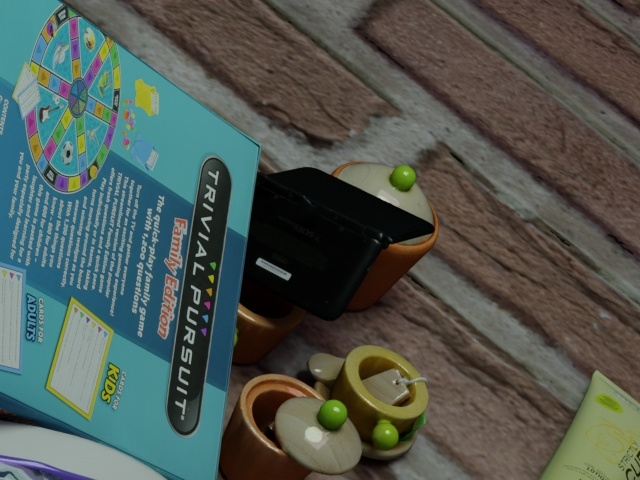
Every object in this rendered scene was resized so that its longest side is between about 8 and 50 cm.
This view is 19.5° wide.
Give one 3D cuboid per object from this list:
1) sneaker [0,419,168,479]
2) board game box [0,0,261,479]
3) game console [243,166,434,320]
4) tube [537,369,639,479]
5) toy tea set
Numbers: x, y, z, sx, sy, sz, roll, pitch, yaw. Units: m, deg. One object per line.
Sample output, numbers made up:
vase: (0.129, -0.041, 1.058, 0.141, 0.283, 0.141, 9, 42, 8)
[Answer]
sneaker: (-0.217, 0.216, 1.008, 0.323, 0.130, 0.236, 24, 52, -30)
board game box: (-0.176, -0.009, 1.114, 0.336, 0.079, 0.254, 35, 54, -48)
game console: (0.000, 0.000, 1.333, 0.122, 0.107, 0.071, 26, -10, 30)
tube: (0.210, 0.173, 1.415, 0.240, 0.062, 0.070, -37, 115, -57)
toy tea set: (0.006, 0.041, 1.350, 0.200, 0.124, 0.336, 15, 40, -24)
